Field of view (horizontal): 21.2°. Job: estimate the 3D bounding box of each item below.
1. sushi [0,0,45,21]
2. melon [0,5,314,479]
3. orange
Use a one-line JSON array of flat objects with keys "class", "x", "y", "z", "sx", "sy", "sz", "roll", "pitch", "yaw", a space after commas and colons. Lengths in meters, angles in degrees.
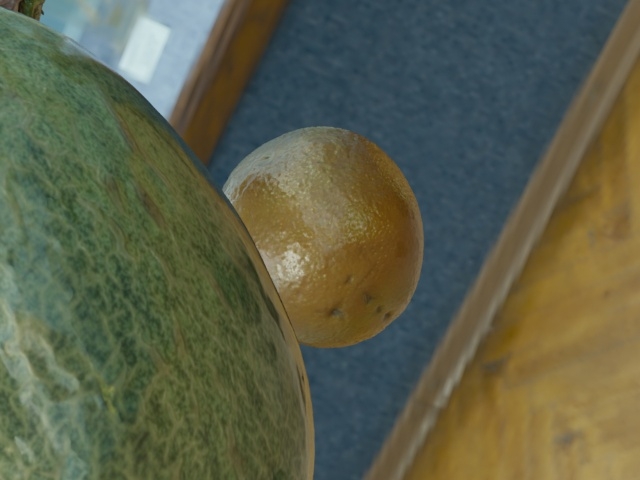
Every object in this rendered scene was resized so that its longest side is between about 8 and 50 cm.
[{"class": "sushi", "x": -0.305, "y": -0.277, "z": 1.610, "sx": 0.161, "sy": 0.107, "sz": 0.241, "roll": 106, "pitch": 164, "yaw": -51}, {"class": "melon", "x": -0.137, "y": 0.053, "z": 0.754, "sx": 0.248, "sy": 0.248, "sz": 0.329, "roll": -16, "pitch": 98, "yaw": 53}, {"class": "orange", "x": 0.000, "y": 0.000, "z": 1.567, "sx": 0.206, "sy": 0.206, "sz": 0.206, "roll": -34, "pitch": 46, "yaw": 44}]
